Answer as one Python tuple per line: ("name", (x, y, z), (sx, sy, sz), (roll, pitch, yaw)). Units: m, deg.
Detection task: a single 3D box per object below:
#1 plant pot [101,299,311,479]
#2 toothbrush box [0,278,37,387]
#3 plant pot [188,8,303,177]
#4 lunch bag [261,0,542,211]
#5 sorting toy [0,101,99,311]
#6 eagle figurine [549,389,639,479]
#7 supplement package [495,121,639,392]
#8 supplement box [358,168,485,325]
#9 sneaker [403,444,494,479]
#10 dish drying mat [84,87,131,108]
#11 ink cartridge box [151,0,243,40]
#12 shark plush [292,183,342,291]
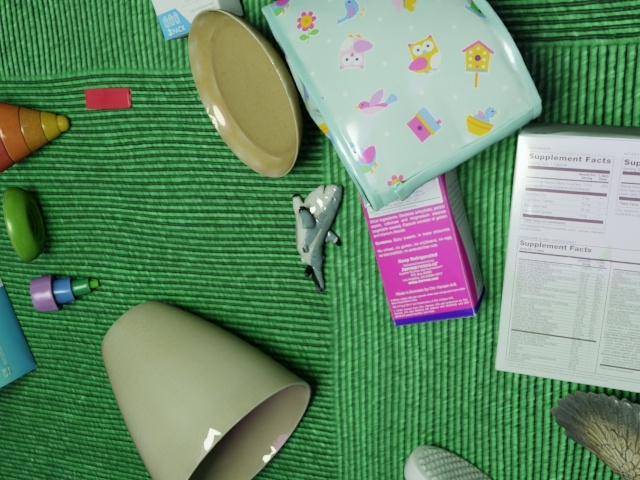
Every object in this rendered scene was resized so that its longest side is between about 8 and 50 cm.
("plant pot", (-0.201, 0.224, 0.973), (0.274, 0.257, 0.256), (39, 114, 24))
("toothbrush box", (-0.663, 0.187, 1.082), (0.126, 0.295, 0.216), (-16, 98, 22))
("plant pot", (-0.097, -0.197, 0.865), (0.236, 0.032, 0.236), (39, 148, 30))
("lunch bag", (0.093, -0.187, 0.737), (0.224, 0.160, 0.262), (-29, 72, 3))
("sorting toy", (-0.447, -0.062, 1.066), (0.126, 0.127, 0.365), (-13, 104, -8))
("eagle figurine", (0.435, 0.336, 0.791), (0.299, 0.226, 0.225), (10, 127, 12))
("supplement package", (0.318, 0.006, 0.737), (0.198, 0.199, 0.262), (6, 105, 18))
("supplement box", (0.133, -0.013, 0.847), (0.114, 0.111, 0.219), (-11, 99, 22))
("sneaker", (0.241, 0.457, 0.916), (0.366, 0.135, 0.150), (41, 110, 7))
("dish drying mat", (-0.335, -0.224, 1.017), (0.083, 0.008, 0.032), (3, 104, 20))
("ink cartridge box", (-0.188, -0.379, 0.879), (0.104, 0.061, 0.181), (-10, 107, 28))
("shark plush", (0.000, 0.000, 0.932), (0.067, 0.073, 0.161), (-4, 99, -10))
